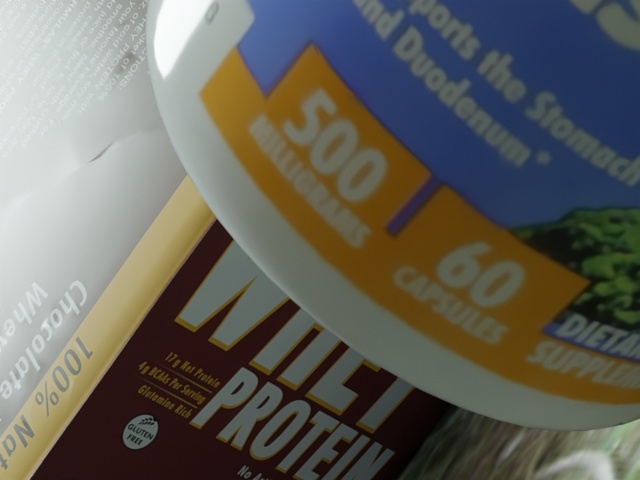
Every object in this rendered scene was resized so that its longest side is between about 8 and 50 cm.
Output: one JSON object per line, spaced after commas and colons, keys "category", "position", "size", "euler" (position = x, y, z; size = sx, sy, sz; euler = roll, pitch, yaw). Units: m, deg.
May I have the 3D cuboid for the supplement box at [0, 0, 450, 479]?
{"category": "supplement box", "position": [-0.057, 0.000, 0.624], "size": [0.191, 0.129, 0.194], "euler": [-54, 43, 2]}

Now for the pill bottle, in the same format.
{"category": "pill bottle", "position": [0.094, -0.099, 0.332], "size": [0.272, 0.152, 0.152], "euler": [-50, 8, 37]}
